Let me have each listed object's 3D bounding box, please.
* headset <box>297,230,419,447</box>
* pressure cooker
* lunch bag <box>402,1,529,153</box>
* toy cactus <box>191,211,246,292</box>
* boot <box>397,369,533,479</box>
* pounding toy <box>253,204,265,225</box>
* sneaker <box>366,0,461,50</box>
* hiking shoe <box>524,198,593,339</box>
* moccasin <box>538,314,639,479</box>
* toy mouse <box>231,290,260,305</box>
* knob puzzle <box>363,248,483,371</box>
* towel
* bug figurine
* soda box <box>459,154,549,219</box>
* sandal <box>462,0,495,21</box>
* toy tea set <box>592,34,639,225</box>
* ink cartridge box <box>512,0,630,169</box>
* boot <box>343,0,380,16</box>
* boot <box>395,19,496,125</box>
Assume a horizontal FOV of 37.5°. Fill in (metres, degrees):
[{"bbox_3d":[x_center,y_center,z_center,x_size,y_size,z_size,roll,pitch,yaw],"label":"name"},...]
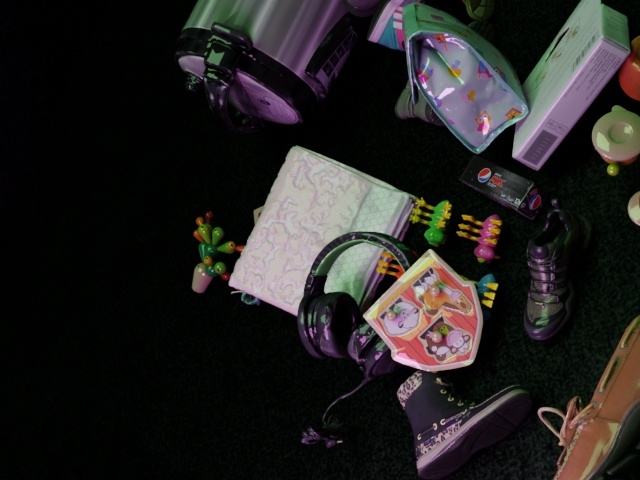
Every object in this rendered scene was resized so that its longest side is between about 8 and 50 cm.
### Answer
[{"bbox_3d":[0.053,0.178,1.735,0.243,0.185,0.394,17,101,32],"label":"headset"},{"bbox_3d":[-0.139,-0.460,2.225,0.375,0.369,0.421,14,75,55],"label":"pressure cooker"},{"bbox_3d":[0.244,-0.319,1.747,0.160,0.262,0.223,-42,18,23],"label":"lunch bag"},{"bbox_3d":[-0.263,0.043,2.295,0.219,0.112,0.181,52,127,47],"label":"toy cactus"},{"bbox_3d":[0.233,0.271,1.595,0.236,0.085,0.179,-43,39,22],"label":"boot"},{"bbox_3d":[-0.040,0.005,2.060,0.181,0.094,0.206,-24,59,28],"label":"pounding toy"},{"bbox_3d":[0.224,-0.484,1.981,0.295,0.178,0.124,130,158,-66],"label":"sneaker"},{"bbox_3d":[0.369,0.048,1.552,0.086,0.114,0.227,4,71,50],"label":"hiking shoe"},{"bbox_3d":[0.408,0.270,1.355,0.147,0.139,0.380,28,89,53],"label":"moccasin"},{"bbox_3d":[-0.147,0.098,2.165,0.143,0.031,0.161,-33,46,31],"label":"toy mouse"},{"bbox_3d":[0.194,0.139,1.626,0.213,0.030,0.213,-3,79,15],"label":"knob puzzle"},{"bbox_3d":[0.000,0.000,1.945,0.316,0.053,0.332,23,85,27],"label":"towel"},{"bbox_3d":[0.241,0.038,1.733,0.279,0.072,0.216,19,89,46],"label":"bug figurine"},{"bbox_3d":[0.335,-0.099,1.729,0.060,0.053,0.169,-58,39,4],"label":"soda box"},{"bbox_3d":[0.324,-0.523,1.991,0.049,0.072,0.180,-44,37,44],"label":"sandal"},{"bbox_3d":[0.550,-0.182,1.523,0.200,0.124,0.336,21,79,22],"label":"toy tea set"},{"bbox_3d":[0.437,-0.294,1.659,0.275,0.060,0.239,-59,7,40],"label":"ink cartridge box"},{"bbox_3d":[0.189,-0.631,2.026,0.338,0.223,0.118,-44,81,-9],"label":"boot"},{"bbox_3d":[0.249,-0.357,1.966,0.247,0.083,0.161,-60,32,0],"label":"boot"}]
